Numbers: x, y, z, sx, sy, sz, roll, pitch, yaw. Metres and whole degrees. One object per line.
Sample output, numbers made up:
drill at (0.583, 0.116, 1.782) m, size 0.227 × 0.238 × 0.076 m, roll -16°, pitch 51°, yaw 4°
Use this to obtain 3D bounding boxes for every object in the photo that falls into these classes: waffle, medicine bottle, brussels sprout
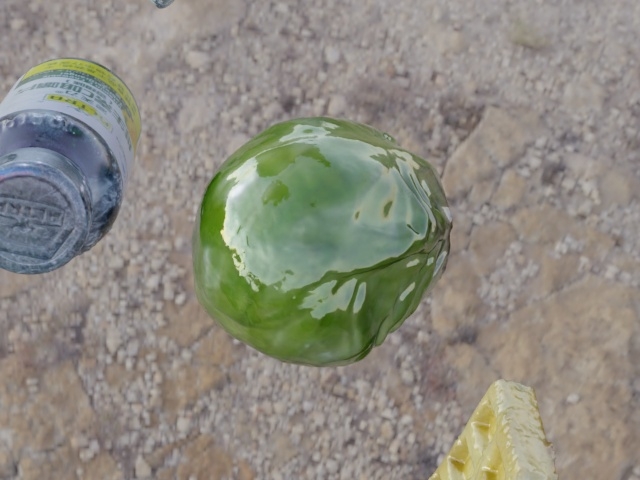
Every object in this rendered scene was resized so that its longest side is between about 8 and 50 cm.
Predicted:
waffle at (0.153, 0.289, 1.286) m, size 0.057 × 0.274 × 0.168 m, roll 23°, pitch 29°, yaw -12°
medicine bottle at (-0.246, -0.069, 1.129) m, size 0.141 × 0.141 × 0.293 m, roll 6°, pitch 22°, yaw -5°
brussels sprout at (0.000, 0.000, 1.077) m, size 0.244 × 0.244 × 0.244 m, roll 5°, pitch 50°, yaw -6°

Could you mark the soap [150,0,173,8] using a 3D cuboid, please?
soap at (-0.071, -0.305, 1.000) m, size 0.261 × 0.150 × 0.094 m, roll -42°, pitch 99°, yaw -4°
